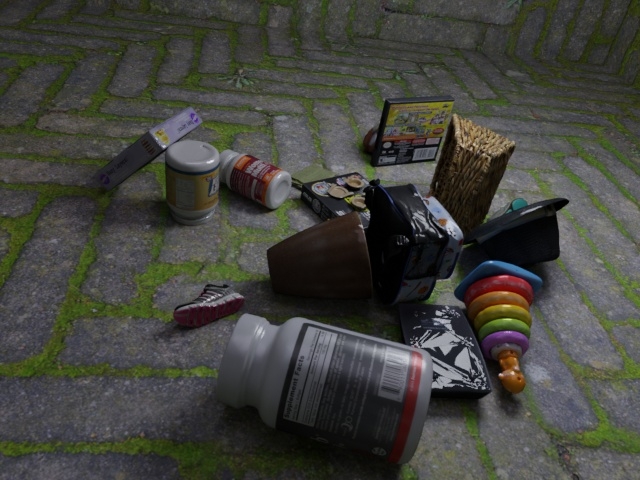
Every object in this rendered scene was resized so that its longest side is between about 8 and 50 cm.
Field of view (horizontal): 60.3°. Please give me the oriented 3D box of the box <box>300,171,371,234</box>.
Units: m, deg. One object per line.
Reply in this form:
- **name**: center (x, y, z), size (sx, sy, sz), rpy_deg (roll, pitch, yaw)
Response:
- **box**: center (0.101, -0.103, 1.666), size (0.216, 0.060, 0.270), rpy_deg (-15, 43, -31)

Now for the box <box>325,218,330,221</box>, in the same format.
- **box**: center (0.000, 0.000, 1.484), size (0.028, 0.081, 0.136), rpy_deg (24, 38, 20)

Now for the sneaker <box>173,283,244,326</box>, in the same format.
- **sneaker**: center (-0.260, 0.141, 1.247), size (0.170, 0.063, 0.075), rpy_deg (-14, 43, -37)

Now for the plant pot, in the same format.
- **plant pot**: center (-0.008, 0.053, 1.331), size (0.230, 0.216, 0.215), rpy_deg (-9, 38, -2)

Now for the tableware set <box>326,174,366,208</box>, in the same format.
- **tableware set**: center (0.112, -0.143, 1.655), size (0.168, 0.020, 0.141), rpy_deg (31, 41, 25)

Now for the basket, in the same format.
- **basket**: center (0.404, -0.189, 1.655), size (0.223, 0.299, 0.213), rpy_deg (34, 44, 26)

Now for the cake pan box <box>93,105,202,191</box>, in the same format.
- **cake pan box**: center (-0.498, -0.266, 1.595), size (0.070, 0.266, 0.246), rpy_deg (55, 28, -14)

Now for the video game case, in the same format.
- **video game case**: center (0.323, -0.385, 1.941), size (0.274, 0.249, 0.035), rpy_deg (-9, 42, -25)

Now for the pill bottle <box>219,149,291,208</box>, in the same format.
- **pill bottle**: center (-0.207, -0.189, 1.656), size (0.221, 0.121, 0.121), rpy_deg (26, 39, 21)

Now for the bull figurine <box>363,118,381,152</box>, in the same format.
- **bull figurine**: center (0.273, -0.430, 2.070), size (0.101, 0.188, 0.310), rpy_deg (41, 49, 5)

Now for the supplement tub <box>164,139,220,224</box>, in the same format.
- **supplement tub**: center (-0.351, -0.157, 1.510), size (0.144, 0.200, 0.144), rpy_deg (6, 37, -5)

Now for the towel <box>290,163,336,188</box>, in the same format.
- **towel**: center (-0.026, -0.203, 1.800), size (0.110, 0.027, 0.148), rpy_deg (28, 41, 24)

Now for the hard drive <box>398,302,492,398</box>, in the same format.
- **hard drive**: center (0.268, 0.246, 1.237), size (0.171, 0.054, 0.255), rpy_deg (4, 36, -8)

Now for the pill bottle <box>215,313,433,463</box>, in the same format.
- **pill bottle**: center (0.008, 0.262, 1.022), size (0.362, 0.210, 0.210), rpy_deg (14, 36, 6)

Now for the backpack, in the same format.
- **backpack**: center (0.208, 0.019, 1.358), size (0.212, 0.264, 0.277), rpy_deg (3, 37, -18)

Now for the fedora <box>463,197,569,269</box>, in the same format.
- **fedora**: center (0.558, 0.005, 1.521), size (0.333, 0.334, 0.153), rpy_deg (-14, 77, -29)

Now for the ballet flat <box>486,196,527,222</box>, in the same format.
- **ballet flat**: center (0.594, -0.088, 1.764), size (0.068, 0.072, 0.213), rpy_deg (0, 20, 42)

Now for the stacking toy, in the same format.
- **stacking toy**: center (0.421, 0.213, 1.261), size (0.175, 0.166, 0.302), rpy_deg (18, 46, -14)
